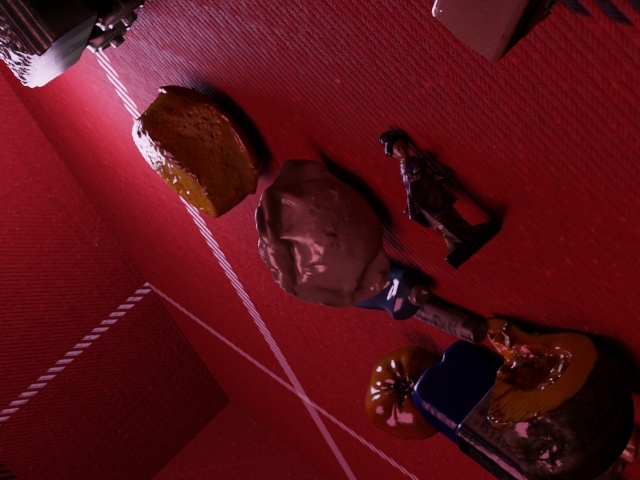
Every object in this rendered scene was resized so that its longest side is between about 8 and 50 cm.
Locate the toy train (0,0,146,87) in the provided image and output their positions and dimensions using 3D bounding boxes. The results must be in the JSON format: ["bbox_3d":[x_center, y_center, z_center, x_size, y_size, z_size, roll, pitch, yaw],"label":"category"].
[{"bbox_3d":[-0.421,-0.373,1.484,0.167,0.238,0.299,52,159,-7],"label":"toy train"}]

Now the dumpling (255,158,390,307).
[{"bbox_3d":[0.000,0.000,1.418,0.258,0.193,0.147,48,165,-13],"label":"dumpling"}]

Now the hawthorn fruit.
[{"bbox_3d":[0.168,0.290,1.685,0.189,0.189,0.189,40,160,18],"label":"hawthorn fruit"}]

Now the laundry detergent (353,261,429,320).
[{"bbox_3d":[0.111,0.078,1.522,0.206,0.061,0.096,13,99,53],"label":"laundry detergent"}]

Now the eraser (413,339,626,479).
[{"bbox_3d":[0.310,0.305,1.436,0.332,0.155,0.101,34,158,33],"label":"eraser"}]

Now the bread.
[{"bbox_3d":[-0.222,-0.160,1.640,0.268,0.146,0.268,41,164,15],"label":"bread"}]

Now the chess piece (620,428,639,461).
[{"bbox_3d":[0.392,0.290,1.316,0.172,0.060,0.060,4,142,23],"label":"chess piece"}]

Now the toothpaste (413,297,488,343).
[{"bbox_3d":[0.183,0.118,1.506,0.239,0.039,0.062,23,136,52],"label":"toothpaste"}]

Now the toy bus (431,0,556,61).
[{"bbox_3d":[0.160,-0.240,0.739,0.091,0.103,0.182,42,160,11],"label":"toy bus"}]

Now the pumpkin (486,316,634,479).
[{"bbox_3d":[0.296,0.224,1.252,0.139,0.190,0.280,52,161,-19],"label":"pumpkin"}]

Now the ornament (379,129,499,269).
[{"bbox_3d":[0.138,-0.063,1.173,0.203,0.088,0.081,52,-176,10],"label":"ornament"}]
